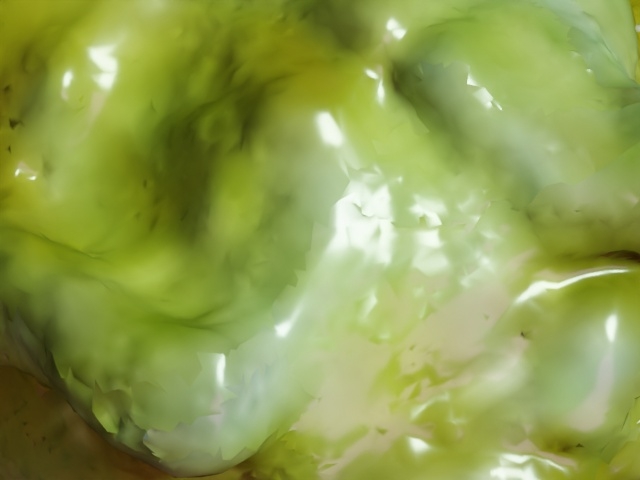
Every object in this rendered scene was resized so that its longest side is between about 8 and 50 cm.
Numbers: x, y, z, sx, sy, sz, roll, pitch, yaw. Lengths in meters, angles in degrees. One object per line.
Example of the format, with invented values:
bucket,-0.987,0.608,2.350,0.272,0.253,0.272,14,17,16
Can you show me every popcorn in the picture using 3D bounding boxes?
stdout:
popcorn,-0.008,0.005,0.554,0.335,0.279,0.274,-32,174,-11
